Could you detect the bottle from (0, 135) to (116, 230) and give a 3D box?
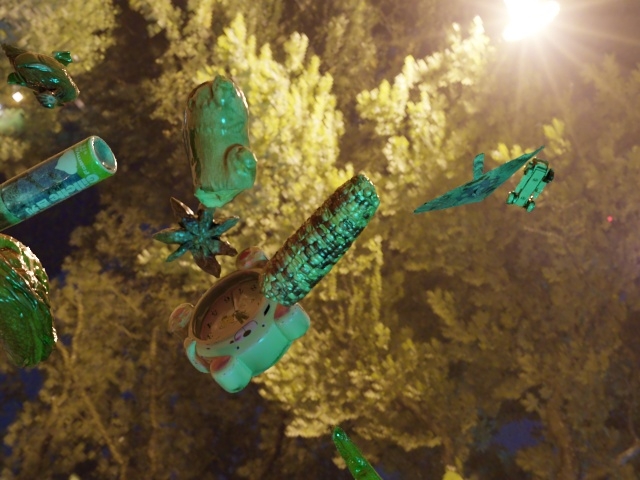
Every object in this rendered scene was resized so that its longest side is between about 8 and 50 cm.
[{"bbox_3d":[-0.597,-0.113,1.676,0.330,0.093,0.093,-25,-155,13],"label":"bottle"}]

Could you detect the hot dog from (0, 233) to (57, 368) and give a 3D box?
[{"bbox_3d":[-0.555,0.102,1.425,0.122,0.272,0.196,-17,-141,-16],"label":"hot dog"}]

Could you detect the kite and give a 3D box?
[{"bbox_3d":[0.358,-0.132,1.794,0.335,0.011,0.314,-27,161,6],"label":"kite"}]

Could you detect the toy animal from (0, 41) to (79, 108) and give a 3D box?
[{"bbox_3d":[-0.604,-0.350,1.667,0.089,0.188,0.179,-52,-161,30],"label":"toy animal"}]

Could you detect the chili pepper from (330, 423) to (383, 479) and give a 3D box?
[{"bbox_3d":[0.133,0.590,1.897,0.076,0.359,0.085,-43,179,24],"label":"chili pepper"}]

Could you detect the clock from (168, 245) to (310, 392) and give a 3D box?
[{"bbox_3d":[-0.173,0.172,1.716,0.284,0.114,0.309,-40,-148,-6],"label":"clock"}]

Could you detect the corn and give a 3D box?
[{"bbox_3d":[0.000,0.000,1.401,0.290,0.098,0.098,-50,-161,17],"label":"corn"}]

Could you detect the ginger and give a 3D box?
[{"bbox_3d":[-0.196,-0.197,1.582,0.130,0.275,0.221,-7,-155,-26],"label":"ginger"}]

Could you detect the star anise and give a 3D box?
[{"bbox_3d":[-0.288,-0.022,1.900,0.073,0.212,0.196,-153,-98,-75],"label":"star anise"}]

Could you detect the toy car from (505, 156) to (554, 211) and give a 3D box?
[{"bbox_3d":[0.507,-0.134,1.904,0.143,0.073,0.054,109,-3,-47],"label":"toy car"}]
